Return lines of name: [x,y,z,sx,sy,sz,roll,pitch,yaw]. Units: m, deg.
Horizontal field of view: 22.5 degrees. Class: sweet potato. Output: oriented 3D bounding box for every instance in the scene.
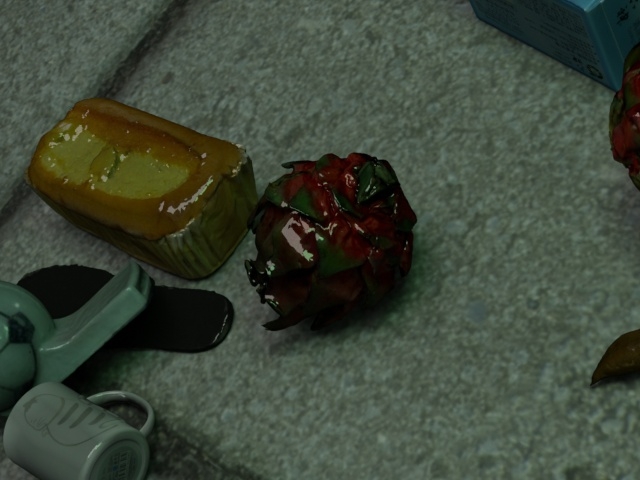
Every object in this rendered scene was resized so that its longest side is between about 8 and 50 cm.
sweet potato: [0.377,0.086,1.504,0.273,0.067,0.067,-16,51,22]

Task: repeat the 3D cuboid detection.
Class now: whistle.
whistle: [-0.337,0.096,1.768,0.289,0.163,0.163,-42,48,8]

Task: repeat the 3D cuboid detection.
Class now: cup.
cup: [-0.247,0.204,1.702,0.133,0.099,0.136,24,71,38]

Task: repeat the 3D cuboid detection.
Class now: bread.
bread: [-0.207,-0.067,1.866,0.288,0.119,0.152,22,65,36]

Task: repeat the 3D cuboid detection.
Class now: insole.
insole: [-0.234,0.080,1.840,0.309,0.012,0.110,2,61,28]

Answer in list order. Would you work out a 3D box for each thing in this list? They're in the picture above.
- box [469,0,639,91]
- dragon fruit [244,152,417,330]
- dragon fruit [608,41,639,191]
box: [0.252,-0.273,1.766,0.083,0.142,0.232,-47,50,-11]
dragon fruit: [0.008,-0.004,1.683,0.188,0.182,0.182,-14,52,6]
dragon fruit: [0.424,-0.123,1.523,0.302,0.237,0.231,-19,73,-9]
